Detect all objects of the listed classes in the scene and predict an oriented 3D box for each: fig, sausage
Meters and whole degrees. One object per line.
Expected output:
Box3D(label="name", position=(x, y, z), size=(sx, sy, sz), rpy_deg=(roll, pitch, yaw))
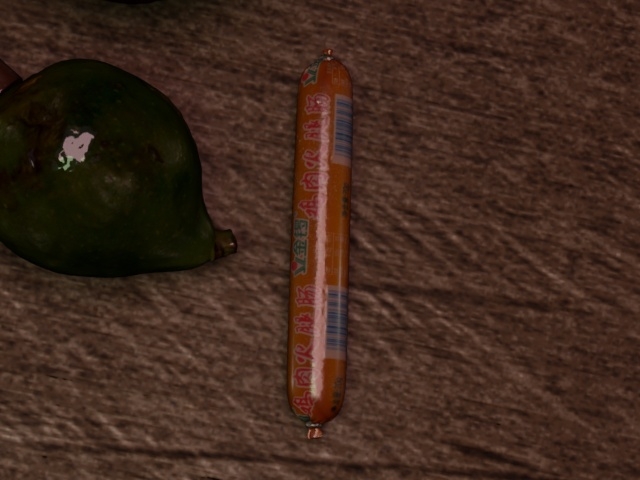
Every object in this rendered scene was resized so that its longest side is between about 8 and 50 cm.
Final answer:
Box3D(label="fig", position=(-0.176, -0.041, 1.597), size=(0.245, 0.195, 0.195), rpy_deg=(42, 77, -19))
Box3D(label="sausage", position=(0.000, 0.000, 1.673), size=(0.053, 0.053, 0.348), rpy_deg=(3, 80, -7))

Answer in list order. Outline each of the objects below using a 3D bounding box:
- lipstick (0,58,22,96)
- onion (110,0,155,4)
Box3D(label="lipstick", position=(-0.409, -0.239, 1.663), size=(0.356, 0.057, 0.057), rpy_deg=(42, 78, 1))
Box3D(label="onion", position=(-0.146, -0.326, 1.607), size=(0.336, 0.260, 0.282), rpy_deg=(-11, 47, -33))
